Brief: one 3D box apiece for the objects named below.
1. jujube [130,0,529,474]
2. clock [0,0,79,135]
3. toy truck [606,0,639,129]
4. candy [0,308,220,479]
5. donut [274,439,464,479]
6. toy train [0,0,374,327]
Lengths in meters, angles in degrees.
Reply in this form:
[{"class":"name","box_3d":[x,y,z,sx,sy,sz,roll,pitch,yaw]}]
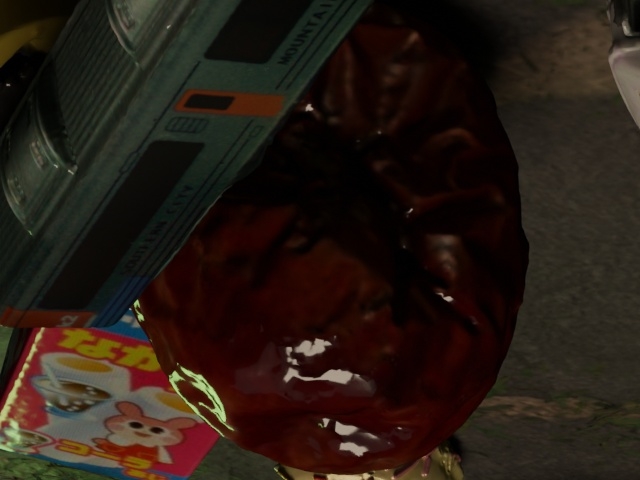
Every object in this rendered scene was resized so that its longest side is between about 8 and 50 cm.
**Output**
[{"class":"jujube","box_3d":[0.000,0.000,1.005,0.213,0.232,0.213,4,151,2]},{"class":"clock","box_3d":[-0.170,-0.071,0.945,0.057,0.237,0.237,44,161,22]},{"class":"toy truck","box_3d":[0.242,-0.102,0.871,0.227,0.114,0.098,-4,150,23]},{"class":"candy","box_3d":[-0.126,0.069,1.312,0.157,0.100,0.306,16,152,-11]},{"class":"donut","box_3d":[0.052,0.187,1.514,0.108,0.065,0.166,-17,143,38]},{"class":"toy train","box_3d":[-0.051,-0.092,0.789,0.089,0.086,0.409,0,151,-30]}]
